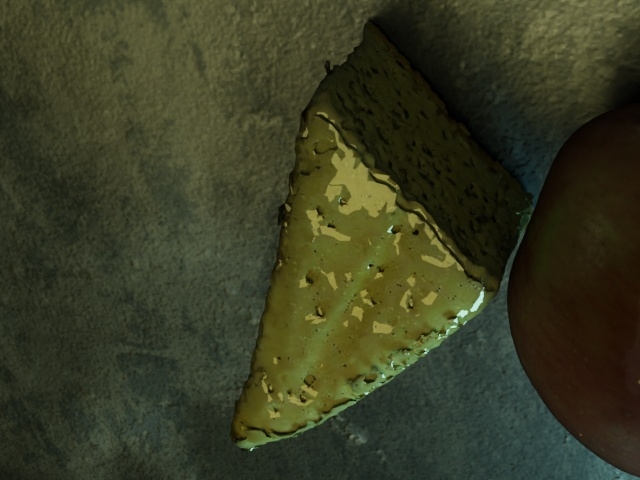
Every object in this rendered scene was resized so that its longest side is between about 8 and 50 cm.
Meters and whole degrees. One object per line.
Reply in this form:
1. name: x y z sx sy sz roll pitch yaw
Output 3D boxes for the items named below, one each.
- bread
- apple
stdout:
1. bread: 0.000 0.000 1.336 0.315 0.248 0.279 -28 105 23
2. apple: 0.280 0.037 1.221 0.235 0.306 0.305 34 136 30
